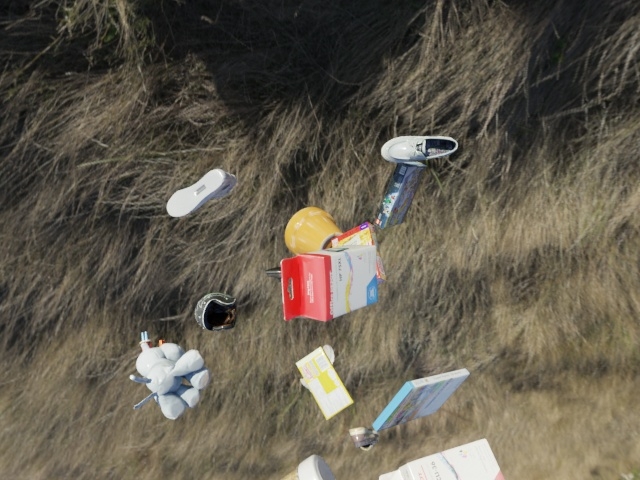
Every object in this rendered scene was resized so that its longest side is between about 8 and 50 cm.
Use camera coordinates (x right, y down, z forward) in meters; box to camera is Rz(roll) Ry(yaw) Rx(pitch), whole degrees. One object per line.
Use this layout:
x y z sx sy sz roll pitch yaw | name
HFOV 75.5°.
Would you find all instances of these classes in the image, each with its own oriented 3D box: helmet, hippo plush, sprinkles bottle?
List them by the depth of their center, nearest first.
-0.124 0.726 1.104 0.355 0.121 0.121 -38 136 5 | sprinkles bottle
-0.580 0.507 1.532 0.294 0.236 0.234 -12 108 -41 | hippo plush
-0.431 0.293 1.701 0.161 0.169 0.169 3 138 -5 | helmet

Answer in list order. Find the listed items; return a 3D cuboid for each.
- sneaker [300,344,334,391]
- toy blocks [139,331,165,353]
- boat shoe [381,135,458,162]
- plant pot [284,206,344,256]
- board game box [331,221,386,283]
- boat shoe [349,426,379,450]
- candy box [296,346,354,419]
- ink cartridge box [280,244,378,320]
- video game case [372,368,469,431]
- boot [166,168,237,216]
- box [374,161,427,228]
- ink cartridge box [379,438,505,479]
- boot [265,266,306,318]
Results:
-0.016 0.616 2.024 0.111 0.252 0.103 33 142 -10 | sneaker
-0.750 0.483 1.871 0.123 0.148 0.054 1 154 -41 | toy blocks
0.300 -0.281 1.243 0.227 0.081 0.079 -6 97 -3 | boat shoe
0.000 0.000 1.532 0.205 0.188 0.205 -14 118 -28 | plant pot
0.117 0.059 1.294 0.146 0.194 0.045 -27 147 29 | board game box
0.210 0.940 1.947 0.102 0.092 0.285 -14 147 17 | boat shoe
0.013 0.467 1.363 0.105 0.206 0.027 -35 158 6 | candy box
0.026 0.088 0.884 0.078 0.134 0.231 3 -171 42 | ink cartridge box
0.179 0.278 0.726 0.166 0.015 0.119 4 125 -39 | video game case
-0.416 -0.160 1.478 0.258 0.095 0.123 -28 172 15 | boot
0.283 -0.162 1.458 0.159 0.044 0.233 -15 130 -53 | box
0.214 0.432 0.710 0.198 0.115 0.067 -10 145 -14 | ink cartridge box
-0.141 0.250 1.905 0.262 0.091 0.229 10 100 8 | boot
